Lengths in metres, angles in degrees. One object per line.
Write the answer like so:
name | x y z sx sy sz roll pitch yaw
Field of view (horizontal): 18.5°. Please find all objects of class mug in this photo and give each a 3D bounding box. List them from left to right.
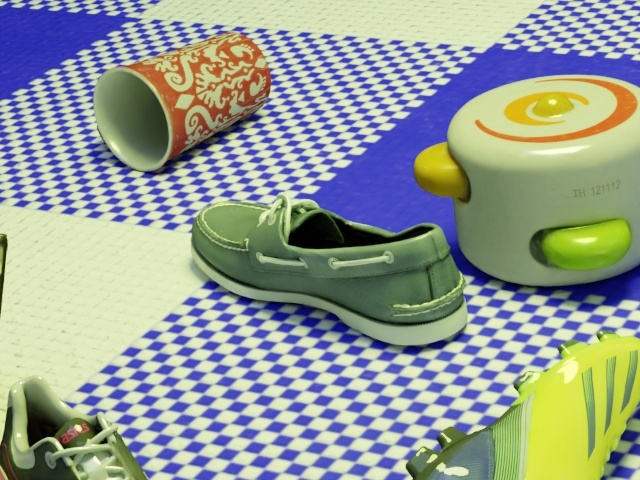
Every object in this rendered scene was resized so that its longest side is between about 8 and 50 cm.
mug | -0.154 -0.158 2.082 0.150 0.113 0.169 17 32 38

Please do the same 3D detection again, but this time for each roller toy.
roller toy | 0.208 -0.062 1.733 0.209 0.146 0.191 14 33 38

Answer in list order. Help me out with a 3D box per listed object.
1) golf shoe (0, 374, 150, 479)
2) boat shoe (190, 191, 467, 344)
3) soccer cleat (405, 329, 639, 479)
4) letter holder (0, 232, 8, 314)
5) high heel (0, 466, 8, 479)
golf shoe | -0.155 0.191 1.357 0.105 0.120 0.273 -23 29 -28
boat shoe | 0.000 0.000 1.724 0.116 0.099 0.319 -28 33 -34
soccer cleat | 0.165 0.159 1.399 0.121 0.093 0.289 41 43 19
letter holder | -0.417 0.092 1.566 0.302 0.214 0.152 8 57 -12
high heel | -0.261 0.232 1.339 0.117 0.082 0.244 -5 42 -17
